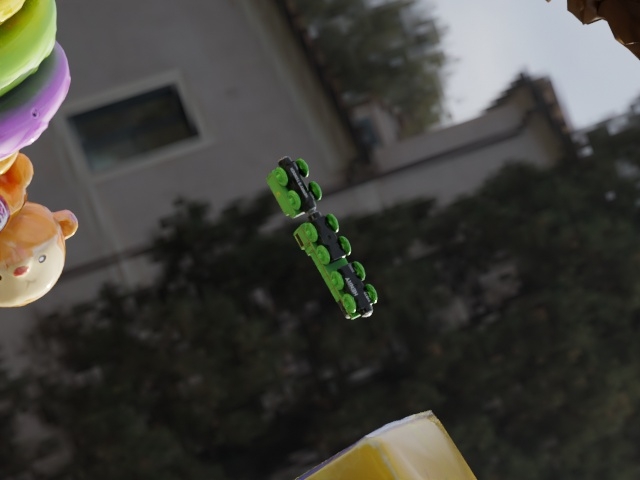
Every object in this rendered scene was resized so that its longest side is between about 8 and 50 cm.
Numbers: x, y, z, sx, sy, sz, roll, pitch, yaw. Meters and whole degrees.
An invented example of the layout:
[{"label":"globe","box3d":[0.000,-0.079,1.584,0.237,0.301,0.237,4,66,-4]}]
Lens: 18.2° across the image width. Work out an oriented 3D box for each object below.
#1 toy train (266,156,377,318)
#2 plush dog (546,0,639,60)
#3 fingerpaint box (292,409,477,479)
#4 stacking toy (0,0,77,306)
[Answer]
[{"label":"toy train","box3d":[0.000,0.000,0.917,0.083,0.017,0.024,62,-28,9]},{"label":"plush dog","box3d":[0.090,-0.149,0.341,0.210,0.225,0.262,51,19,-36]},{"label":"fingerpaint box","box3d":[-0.059,0.331,0.711,0.371,0.445,0.163,58,9,7]},{"label":"stacking toy","box3d":[-0.171,-0.089,0.855,0.166,0.175,0.301,44,-26,52]}]
